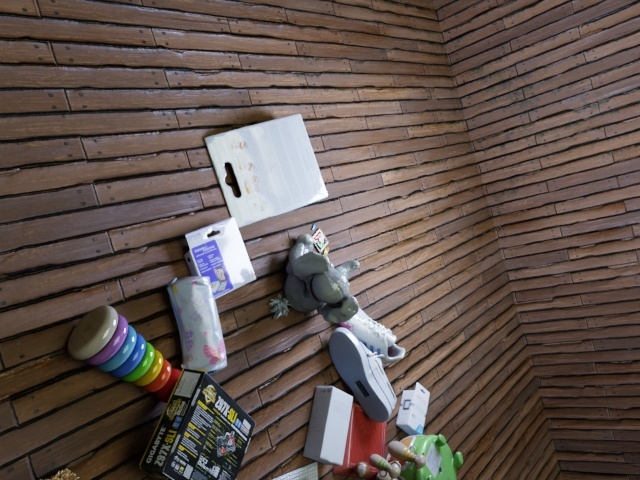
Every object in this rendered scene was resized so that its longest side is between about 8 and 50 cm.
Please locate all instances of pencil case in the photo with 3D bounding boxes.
[{"bbox_3d":[-0.337,0.231,1.616,0.124,0.113,0.273,-10,87,-22],"label":"pencil case"}]

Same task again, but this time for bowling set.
[{"bbox_3d":[0.215,0.820,1.999,0.200,0.154,0.286,25,81,-42],"label":"bowling set"}]

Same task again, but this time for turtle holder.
[{"bbox_3d":[0.388,0.852,2.193,0.320,0.228,0.243,33,55,-40],"label":"turtle holder"}]

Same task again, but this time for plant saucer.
[{"bbox_3d":[0.154,0.704,2.103,0.259,0.048,0.258,29,58,-41],"label":"plant saucer"}]

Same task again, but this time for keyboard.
[{"bbox_3d":[-0.093,0.751,1.825,0.256,0.014,0.072,1,78,-49],"label":"keyboard"}]

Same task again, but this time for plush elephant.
[{"bbox_3d":[0.010,0.134,1.937,0.330,0.255,0.271,-45,114,-46],"label":"plush elephant"}]

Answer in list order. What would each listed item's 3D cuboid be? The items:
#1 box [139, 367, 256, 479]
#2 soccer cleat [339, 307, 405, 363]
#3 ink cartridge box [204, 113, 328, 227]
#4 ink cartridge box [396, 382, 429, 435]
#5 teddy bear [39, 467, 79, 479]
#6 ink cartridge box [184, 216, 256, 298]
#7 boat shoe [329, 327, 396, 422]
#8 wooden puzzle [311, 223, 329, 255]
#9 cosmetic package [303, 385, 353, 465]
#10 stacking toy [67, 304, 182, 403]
[{"bbox_3d":[-0.300,0.520,1.527,0.322,0.079,0.257,62,36,-46],"label":"box"},{"bbox_3d":[0.192,0.332,2.181,0.331,0.143,0.116,49,47,-29],"label":"soccer cleat"},{"bbox_3d":[-0.185,-0.232,1.981,0.385,0.091,0.308,-22,97,-33],"label":"ink cartridge box"},{"bbox_3d":[0.368,0.666,2.354,0.104,0.060,0.180,44,49,-32],"label":"ink cartridge box"},{"bbox_3d":[-0.558,0.658,1.254,0.245,0.113,0.338,-46,122,-38],"label":"teddy bear"},{"bbox_3d":[-0.301,0.054,1.760,0.206,0.045,0.208,-25,100,-50],"label":"ink cartridge box"},{"bbox_3d":[0.168,0.449,2.110,0.367,0.136,0.156,58,36,-3],"label":"boat shoe"},{"bbox_3d":[0.000,0.000,2.155,0.116,0.014,0.078,52,45,-26],"label":"wooden puzzle"},{"bbox_3d":[0.027,0.609,1.955,0.117,0.086,0.231,37,55,-37],"label":"cosmetic package"},{"bbox_3d":[-0.446,0.302,1.458,0.330,0.141,0.141,48,47,-35],"label":"stacking toy"}]
